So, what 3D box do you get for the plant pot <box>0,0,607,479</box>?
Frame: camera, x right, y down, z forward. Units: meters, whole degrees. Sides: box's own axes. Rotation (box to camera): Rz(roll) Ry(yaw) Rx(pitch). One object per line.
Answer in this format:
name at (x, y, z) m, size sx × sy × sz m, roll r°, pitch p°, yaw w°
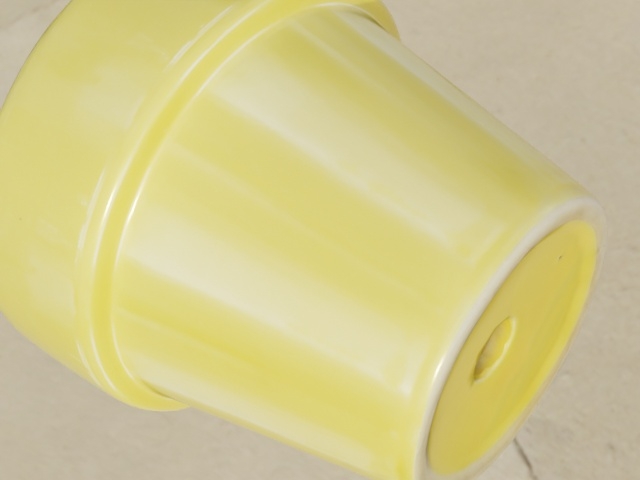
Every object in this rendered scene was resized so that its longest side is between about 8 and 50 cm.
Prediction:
plant pot at (0.000, 0.000, 0.606) m, size 0.239 × 0.254 × 0.254 m, roll 31°, pitch 75°, yaw 28°
